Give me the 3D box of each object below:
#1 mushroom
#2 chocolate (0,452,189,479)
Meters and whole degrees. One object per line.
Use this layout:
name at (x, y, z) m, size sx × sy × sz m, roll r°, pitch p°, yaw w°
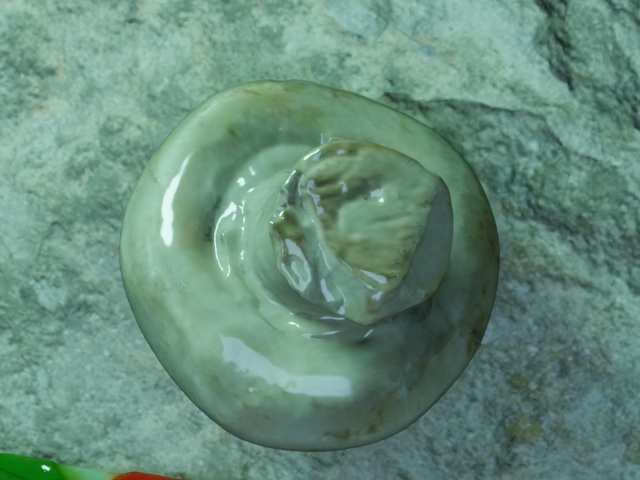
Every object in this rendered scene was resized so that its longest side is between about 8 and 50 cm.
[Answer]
mushroom at (0.000, 0.000, 1.031) m, size 0.297 × 0.290 × 0.297 m, roll 3°, pitch 70°, yaw -9°
chocolate at (-0.231, 0.365, 1.182) m, size 0.341 × 0.360 × 0.161 m, roll 8°, pitch 126°, yaw 2°
